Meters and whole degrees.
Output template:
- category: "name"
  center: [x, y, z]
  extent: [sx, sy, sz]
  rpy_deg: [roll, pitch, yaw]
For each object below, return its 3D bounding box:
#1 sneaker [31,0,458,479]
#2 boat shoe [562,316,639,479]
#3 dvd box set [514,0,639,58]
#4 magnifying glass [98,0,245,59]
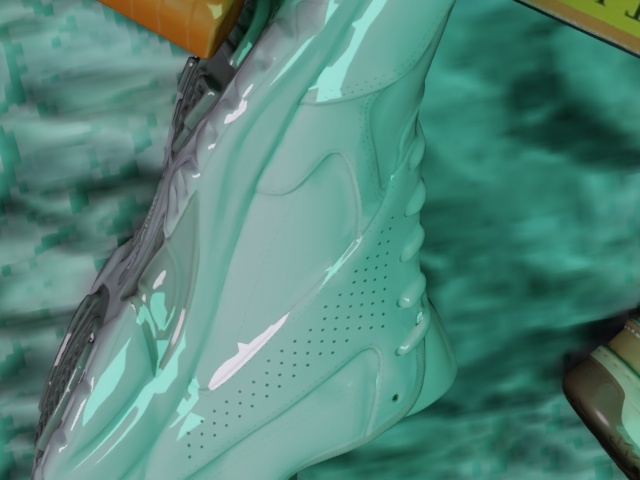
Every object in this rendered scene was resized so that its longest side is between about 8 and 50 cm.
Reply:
- category: "sneaker"
  center: [0.000, 0.000, 0.481]
  extent: [0.115, 0.090, 0.232]
  rpy_deg: [21, 116, -16]
- category: "boat shoe"
  center: [0.165, 0.096, 0.526]
  extent: [0.072, 0.068, 0.190]
  rpy_deg: [-41, 106, -1]
- category: "dvd box set"
  center: [0.260, -0.193, 0.375]
  extent: [0.307, 0.062, 0.420]
  rpy_deg: [26, 107, 13]
- category: "magnifying glass"
  center: [-0.124, -0.115, 0.414]
  extent: [0.231, 0.092, 0.026]
  rpy_deg: [31, 71, 1]
